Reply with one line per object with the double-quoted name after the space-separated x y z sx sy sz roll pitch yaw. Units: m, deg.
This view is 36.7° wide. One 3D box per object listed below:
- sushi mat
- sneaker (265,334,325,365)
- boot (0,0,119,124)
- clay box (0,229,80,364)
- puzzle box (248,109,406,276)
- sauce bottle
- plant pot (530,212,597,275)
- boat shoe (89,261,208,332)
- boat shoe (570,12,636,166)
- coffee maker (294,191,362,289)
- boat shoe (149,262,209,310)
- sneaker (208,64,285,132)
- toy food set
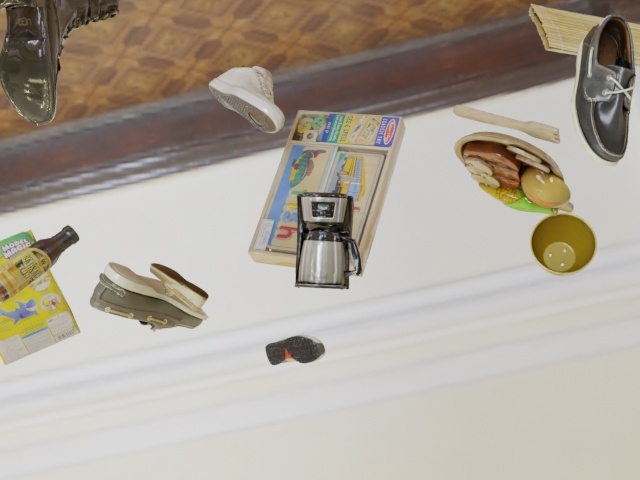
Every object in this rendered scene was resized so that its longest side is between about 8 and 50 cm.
0.535 -0.353 1.719 0.317 0.151 0.019 8 130 -9 "sushi mat"
-0.034 0.206 1.873 0.075 0.057 0.161 -17 180 -42 "sneaker"
-0.363 -0.318 1.403 0.091 0.262 0.229 12 -153 20 "boot"
-0.464 0.078 1.462 0.128 0.053 0.222 -24 132 -13 "clay box"
0.020 -0.118 2.234 0.272 0.408 0.052 7 153 21 "puzzle box"
-0.365 0.026 1.227 0.128 0.042 0.042 -43 174 -26 "sauce bottle"
0.504 0.020 2.019 0.134 0.134 0.095 -12 159 4 "plant pot"
-0.349 0.132 1.980 0.091 0.109 0.305 -55 144 3 "boat shoe"
0.418 -0.221 1.404 0.084 0.233 0.079 13 157 -15 "boat shoe"
0.000 0.000 1.794 0.120 0.178 0.171 4 179 -20 "coffee maker"
-0.291 0.094 1.936 0.045 0.135 0.050 -59 171 14 "boat shoe"
-0.144 -0.339 2.183 0.123 0.290 0.106 -40 131 -10 "sneaker"
0.201 -0.071 1.027 0.132 0.038 0.192 18 164 26 "toy food set"
